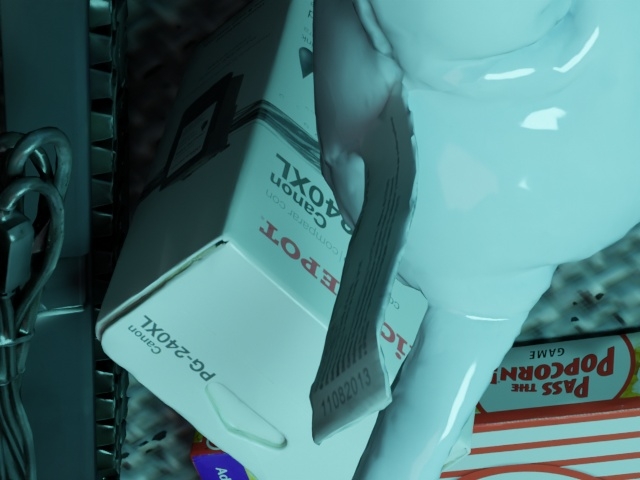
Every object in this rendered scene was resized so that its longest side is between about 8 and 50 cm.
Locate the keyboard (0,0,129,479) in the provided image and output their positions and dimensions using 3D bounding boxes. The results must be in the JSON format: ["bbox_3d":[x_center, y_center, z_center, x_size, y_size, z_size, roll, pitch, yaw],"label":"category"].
[{"bbox_3d":[-0.079,0.003,0.597,0.033,0.201,0.317,6,131,2],"label":"keyboard"}]

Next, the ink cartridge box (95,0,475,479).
[{"bbox_3d":[0.000,0.000,0.613,0.063,0.150,0.109,-34,117,32],"label":"ink cartridge box"}]

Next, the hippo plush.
[{"bbox_3d":[0.114,-0.093,0.450,0.236,0.294,0.234,-1,151,2],"label":"hippo plush"}]

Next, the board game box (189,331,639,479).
[{"bbox_3d":[0.063,0.112,0.764,0.193,0.045,0.147,-9,128,18],"label":"board game box"}]
